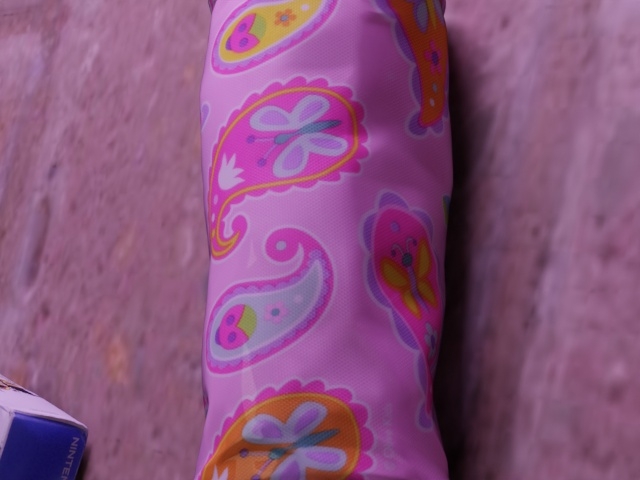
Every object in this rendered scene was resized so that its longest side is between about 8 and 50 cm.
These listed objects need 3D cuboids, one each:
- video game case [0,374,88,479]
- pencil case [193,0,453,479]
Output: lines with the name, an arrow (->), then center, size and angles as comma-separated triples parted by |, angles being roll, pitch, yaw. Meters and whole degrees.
video game case -> -0.260, 0.205, 1.073 | 0.244, 0.061, 0.269 | 19, 91, 53
pencil case -> 0.000, 0.000, 0.768 | 0.124, 0.124, 0.284 | -23, 60, 47
